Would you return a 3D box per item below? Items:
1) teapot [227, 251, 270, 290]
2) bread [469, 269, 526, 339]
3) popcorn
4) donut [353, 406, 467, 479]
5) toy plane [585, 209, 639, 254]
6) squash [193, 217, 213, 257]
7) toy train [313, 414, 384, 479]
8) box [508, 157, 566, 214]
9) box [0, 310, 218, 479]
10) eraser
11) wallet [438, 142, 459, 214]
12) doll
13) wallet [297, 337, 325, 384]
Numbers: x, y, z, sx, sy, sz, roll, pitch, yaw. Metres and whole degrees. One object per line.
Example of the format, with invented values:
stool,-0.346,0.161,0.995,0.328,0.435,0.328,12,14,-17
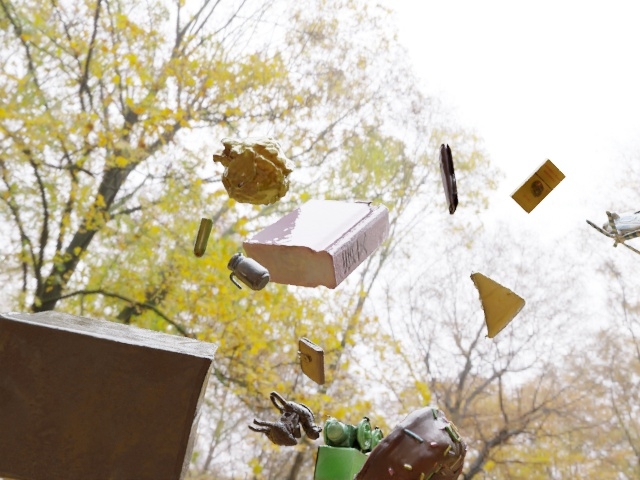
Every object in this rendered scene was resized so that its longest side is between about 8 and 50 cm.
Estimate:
teapot,-0.143,0.067,1.206,0.083,0.049,0.063,35,-36,22
bread,0.446,0.162,1.532,0.142,0.178,0.266,0,-5,19
popcorn,-0.217,-0.222,1.907,0.266,0.192,0.233,33,-64,-3
donut,0.158,0.386,0.997,0.096,0.216,0.230,33,-28,40
toy plane,0.803,-0.048,1.493,0.182,0.107,0.273,40,-21,4
squash,-0.246,-0.004,1.260,0.027,0.083,0.027,13,-10,2
toy train,0.078,0.562,1.565,0.132,0.188,0.243,-3,-30,25
box,0.641,-0.160,1.785,0.087,0.023,0.155,39,-79,-20
box,-0.373,0.275,1.039,0.345,0.251,0.204,13,-6,-4
eraser,0.000,0.000,1.644,0.272,0.359,0.122,4,-68,28
wallet,0.326,-0.155,1.554,0.030,0.165,0.111,-7,-15,4
doll,-0.077,0.447,1.485,0.165,0.139,0.057,33,-52,1
wallet,-0.031,0.414,2.074,0.118,0.039,0.152,25,-49,42
